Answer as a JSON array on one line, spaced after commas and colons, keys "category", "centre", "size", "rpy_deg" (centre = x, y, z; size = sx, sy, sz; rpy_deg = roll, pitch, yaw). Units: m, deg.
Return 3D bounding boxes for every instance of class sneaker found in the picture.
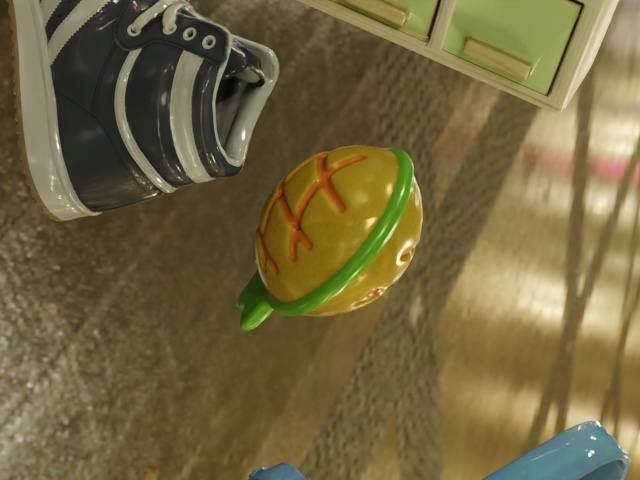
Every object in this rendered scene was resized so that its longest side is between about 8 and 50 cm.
[{"category": "sneaker", "centre": [-0.115, -0.161, 0.734], "size": [0.099, 0.153, 0.282], "rpy_deg": [-8, 90, -71]}]

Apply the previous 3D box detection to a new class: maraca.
[{"category": "maraca", "centre": [0.000, 0.000, 0.806], "size": [0.099, 0.185, 0.127], "rpy_deg": [38, 53, -18]}]

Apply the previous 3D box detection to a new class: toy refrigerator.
[{"category": "toy refrigerator", "centre": [0.078, -0.201, 0.863], "size": [0.094, 0.269, 0.102], "rpy_deg": [-51, 162, -46]}]

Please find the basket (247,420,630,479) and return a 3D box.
[{"category": "basket", "centre": [0.021, 0.222, 0.609], "size": [0.288, 0.201, 0.255], "rpy_deg": [-18, 139, -25]}]
